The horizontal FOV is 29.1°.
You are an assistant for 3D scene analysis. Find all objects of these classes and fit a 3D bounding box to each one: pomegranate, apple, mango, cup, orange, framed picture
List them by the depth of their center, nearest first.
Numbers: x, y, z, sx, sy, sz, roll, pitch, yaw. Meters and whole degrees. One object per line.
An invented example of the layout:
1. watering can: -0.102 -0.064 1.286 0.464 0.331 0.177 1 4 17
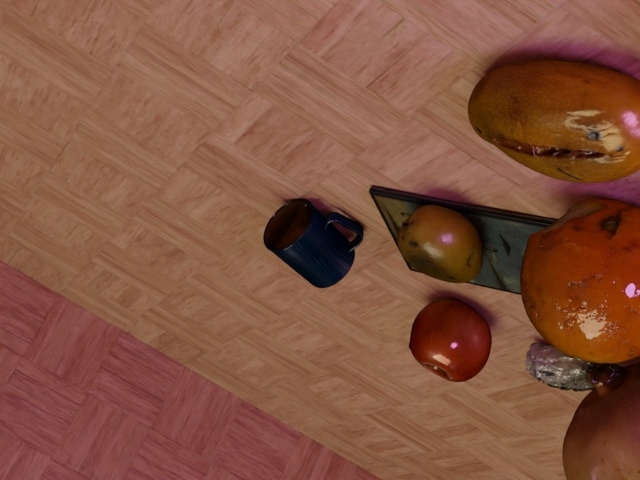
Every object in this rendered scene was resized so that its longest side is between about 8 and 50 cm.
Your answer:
1. mango: 0.302 -0.150 1.573 0.295 0.120 0.177 5 147 40
2. orange: 0.404 0.058 1.755 0.240 0.240 0.240 22 156 10
3. mango: 0.204 0.015 2.014 0.137 0.098 0.195 2 152 36
4. framed picture: 0.269 0.012 2.079 0.347 0.016 0.265 12 152 28
5. pomegranate: 0.570 0.334 2.101 0.338 0.338 0.338 22 156 10
6. cup: -0.006 0.009 2.230 0.150 0.113 0.138 2 149 47
7. apple: 0.244 0.191 2.320 0.163 0.139 0.163 19 156 9

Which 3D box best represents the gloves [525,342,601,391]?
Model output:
1. gloves: 0.461 0.243 2.290 0.153 0.070 0.114 5 149 36
